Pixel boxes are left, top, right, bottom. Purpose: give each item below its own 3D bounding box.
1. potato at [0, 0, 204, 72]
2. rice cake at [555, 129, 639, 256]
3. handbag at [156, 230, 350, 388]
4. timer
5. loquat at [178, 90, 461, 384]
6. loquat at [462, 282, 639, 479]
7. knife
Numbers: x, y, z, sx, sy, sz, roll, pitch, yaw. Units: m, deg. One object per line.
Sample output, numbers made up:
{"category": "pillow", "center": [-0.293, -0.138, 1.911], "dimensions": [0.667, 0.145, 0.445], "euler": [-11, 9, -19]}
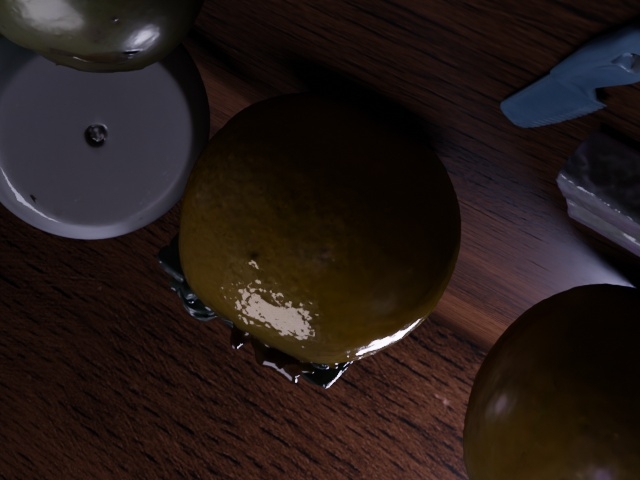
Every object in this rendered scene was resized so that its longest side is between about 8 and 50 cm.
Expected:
{"category": "potato", "center": [-0.161, -0.195, 0.858], "dimensions": [0.165, 0.165, 0.262], "euler": [33, -179, -11]}
{"category": "rice cake", "center": [0.294, 0.024, 0.793], "dimensions": [0.298, 0.050, 0.106], "euler": [30, 174, 12]}
{"category": "handbag", "center": [-0.013, 0.016, 1.347], "dimensions": [0.247, 0.260, 0.079], "euler": [31, 153, 28]}
{"category": "timer", "center": [-0.265, -0.150, 1.362], "dimensions": [0.285, 0.285, 0.285], "euler": [31, 175, 3]}
{"category": "loquat", "center": [0.000, 0.000, 1.142], "dimensions": [0.275, 0.275, 0.275], "euler": [31, 175, 3]}
{"category": "loquat", "center": [0.276, 0.222, 1.166], "dimensions": [0.328, 0.359, 0.328], "euler": [43, 172, 7]}
{"category": "knife", "center": [0.153, -0.092, 0.731], "dimensions": [0.044, 0.019, 0.313], "euler": [29, 177, -4]}
